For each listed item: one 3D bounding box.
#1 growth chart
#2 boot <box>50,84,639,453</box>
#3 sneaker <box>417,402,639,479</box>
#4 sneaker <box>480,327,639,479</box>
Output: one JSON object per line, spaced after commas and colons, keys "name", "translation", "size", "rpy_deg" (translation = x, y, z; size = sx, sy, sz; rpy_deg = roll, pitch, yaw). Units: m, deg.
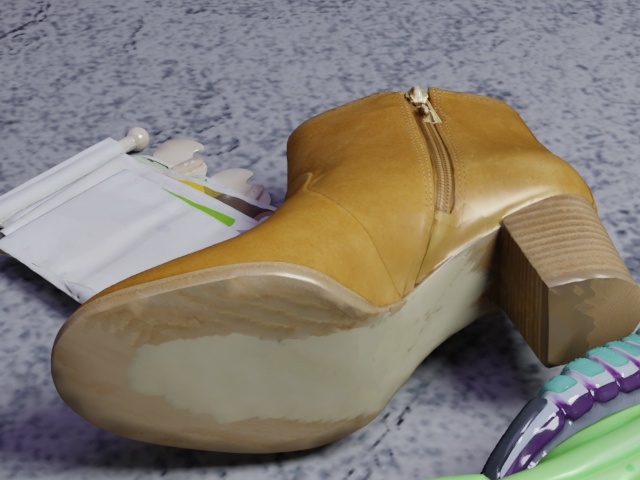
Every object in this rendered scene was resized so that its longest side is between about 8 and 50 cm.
{"name": "growth chart", "translation": [-0.088, 0.003, 0.736], "size": [0.172, 0.021, 0.237], "rpy_deg": [-27, 44, -36]}
{"name": "boot", "translation": [0.001, -0.001, 0.669], "size": [0.295, 0.104, 0.211], "rpy_deg": [-7, 33, -14]}
{"name": "sneaker", "translation": [0.142, 0.147, 0.408], "size": [0.483, 0.185, 0.202], "rpy_deg": [-23, 57, -6]}
{"name": "sneaker", "translation": [0.156, 0.094, 0.571], "size": [0.098, 0.083, 0.224], "rpy_deg": [33, 44, 30]}
